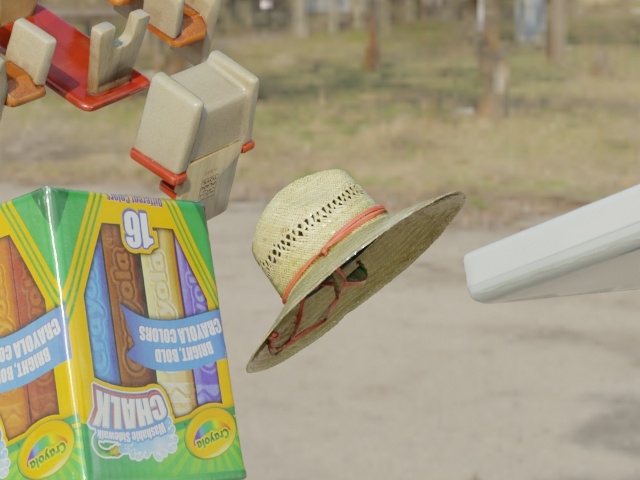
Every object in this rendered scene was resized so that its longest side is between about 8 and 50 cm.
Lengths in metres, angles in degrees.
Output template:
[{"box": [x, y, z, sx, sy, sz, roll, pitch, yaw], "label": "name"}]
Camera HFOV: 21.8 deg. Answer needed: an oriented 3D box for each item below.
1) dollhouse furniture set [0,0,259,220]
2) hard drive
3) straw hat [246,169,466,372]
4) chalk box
[{"box": [-0.183, -0.132, 1.400, 0.259, 0.135, 0.262, 36, 40, 24], "label": "dollhouse furniture set"}, {"box": [0.253, -0.016, 1.017, 0.203, 0.040, 0.307, -4, -11, -28], "label": "hard drive"}, {"box": [0.000, 0.000, 0.854, 0.144, 0.061, 0.144, -37, -13, -10], "label": "straw hat"}, {"box": [-0.186, 0.123, 1.269, 0.180, 0.289, 0.179, -18, -15, 35], "label": "chalk box"}]
